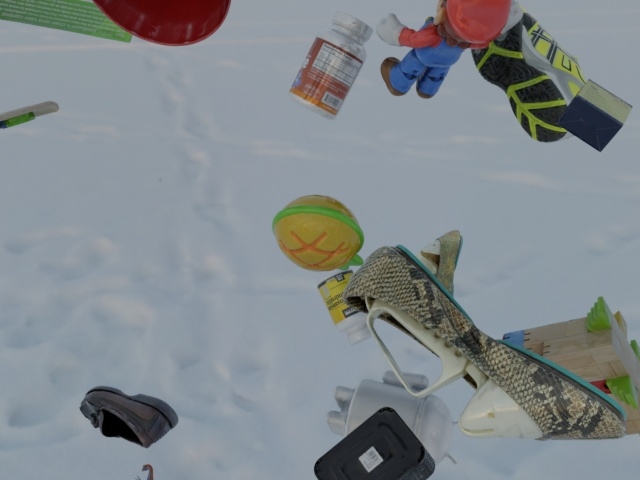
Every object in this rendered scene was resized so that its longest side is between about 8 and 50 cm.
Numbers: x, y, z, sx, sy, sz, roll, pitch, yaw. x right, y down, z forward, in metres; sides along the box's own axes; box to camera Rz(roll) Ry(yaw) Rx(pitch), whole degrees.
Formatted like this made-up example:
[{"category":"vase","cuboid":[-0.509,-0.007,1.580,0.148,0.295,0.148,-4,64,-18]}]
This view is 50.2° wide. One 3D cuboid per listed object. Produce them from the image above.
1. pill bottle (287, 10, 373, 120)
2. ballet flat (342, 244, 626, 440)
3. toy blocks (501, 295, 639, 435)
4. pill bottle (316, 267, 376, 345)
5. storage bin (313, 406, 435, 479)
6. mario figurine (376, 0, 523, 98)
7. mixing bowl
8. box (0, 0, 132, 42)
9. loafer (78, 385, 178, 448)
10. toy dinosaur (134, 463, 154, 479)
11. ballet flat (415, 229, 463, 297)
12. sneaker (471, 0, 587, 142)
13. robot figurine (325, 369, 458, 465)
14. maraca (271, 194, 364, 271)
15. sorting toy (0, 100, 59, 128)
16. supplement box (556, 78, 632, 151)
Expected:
[{"category":"pill bottle","cuboid":[0.026,-0.384,1.499,0.121,0.216,0.121,27,9,-5]},{"category":"ballet flat","cuboid":[0.223,0.196,1.080,0.182,0.164,0.483,-44,61,-15]},{"category":"toy blocks","cuboid":[0.567,0.314,1.515,0.261,0.381,0.190,-20,31,34]},{"category":"pill bottle","cuboid":[0.071,0.170,1.747,0.103,0.103,0.184,-18,73,-27]},{"category":"storage bin","cuboid":[0.095,0.397,1.198,0.180,0.084,0.122,-39,50,-4]},{"category":"mario figurine","cuboid":[0.235,-0.400,1.261,0.198,0.170,0.320,-37,-2,-28]},{"category":"mixing bowl","cuboid":[-0.177,-0.328,0.781,0.182,0.181,0.098,3,50,11]},{"category":"box","cuboid":[-0.337,-0.409,0.904,0.233,0.322,0.058,4,59,-27]},{"category":"loafer","cuboid":[-0.439,0.384,1.476,0.303,0.109,0.095,-5,34,38]},{"category":"toy dinosaur","cuboid":[-0.348,0.500,1.384,0.047,0.090,0.082,-15,50,53]},{"category":"ballet flat","cuboid":[0.275,0.085,1.666,0.123,0.123,0.348,5,47,14]},{"category":"sneaker","cuboid":[0.432,-0.358,1.393,0.147,0.145,0.384,-8,65,-26]},{"category":"robot figurine","cuboid":[0.197,0.485,1.804,0.354,0.199,0.299,11,65,17]},{"category":"maraca","cuboid":[0.000,0.000,0.956,0.127,0.185,0.099,5,65,14]},{"category":"sorting toy","cuboid":[-0.618,-0.211,1.258,0.193,0.038,0.208,-3,17,36]},{"category":"supplement box","cuboid":[0.429,-0.197,1.070,0.083,0.056,0.083,36,44,8]}]
